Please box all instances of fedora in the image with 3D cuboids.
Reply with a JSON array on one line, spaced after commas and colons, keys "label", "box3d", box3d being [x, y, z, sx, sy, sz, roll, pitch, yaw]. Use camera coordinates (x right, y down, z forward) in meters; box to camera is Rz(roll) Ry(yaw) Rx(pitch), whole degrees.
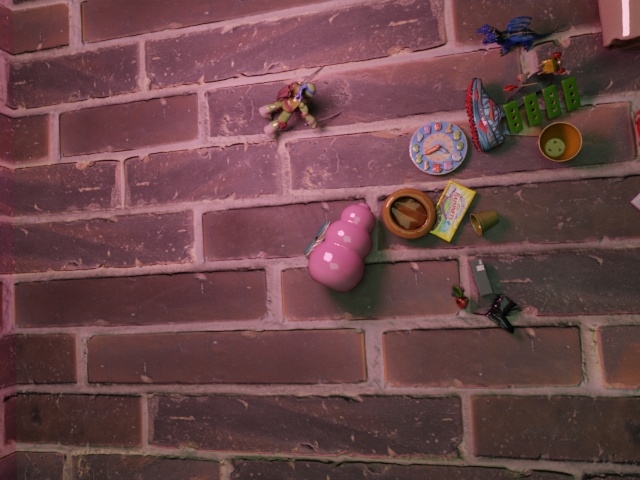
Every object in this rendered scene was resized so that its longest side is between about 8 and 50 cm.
[{"label": "fedora", "box3d": [0.323, -0.097, 1.866, 0.195, 0.079, 0.194, 0, 89, 9]}]

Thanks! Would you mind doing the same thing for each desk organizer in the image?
[{"label": "desk organizer", "box3d": [0.567, 0.129, 1.810, 0.047, 0.050, 0.130, -17, 83, 12]}]

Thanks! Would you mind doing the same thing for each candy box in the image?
[{"label": "candy box", "box3d": [0.470, -0.106, 1.858, 0.105, 0.027, 0.205, 27, 94, 11]}]

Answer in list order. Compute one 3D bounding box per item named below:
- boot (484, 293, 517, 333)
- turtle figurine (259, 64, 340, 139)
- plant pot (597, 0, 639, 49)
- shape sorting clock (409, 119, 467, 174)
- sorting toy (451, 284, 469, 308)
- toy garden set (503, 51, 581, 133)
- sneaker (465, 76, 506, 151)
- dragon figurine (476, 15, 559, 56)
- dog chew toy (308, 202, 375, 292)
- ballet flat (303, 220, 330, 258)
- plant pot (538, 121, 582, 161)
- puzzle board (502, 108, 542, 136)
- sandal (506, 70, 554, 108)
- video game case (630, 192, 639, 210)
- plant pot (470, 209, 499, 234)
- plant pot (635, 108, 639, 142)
[{"label": "boot", "box3d": [0.648, 0.254, 1.789, 0.121, 0.045, 0.099, 37, 93, 14]}, {"label": "turtle figurine", "box3d": [-0.085, -0.508, 1.976, 0.266, 0.274, 0.197, -24, 104, 31]}, {"label": "plant pot", "box3d": [1.029, -0.788, 1.634, 0.334, 0.334, 0.305, -1, 98, 13]}, {"label": "shape sorting clock", "box3d": [0.430, -0.341, 1.873, 0.207, 0.040, 0.206, -1, 87, 13]}, {"label": "sorting toy", "box3d": [0.501, 0.193, 1.819, 0.042, 0.061, 0.101, -28, 119, -17]}, {"label": "toy garden set", "box3d": [0.745, -0.511, 1.761, 0.245, 0.049, 0.203, -21, 113, 9]}, {"label": "sneaker", "box3d": [0.593, -0.453, 1.823, 0.125, 0.104, 0.261, -10, 93, 3]}, {"label": "dragon figurine", "box3d": [0.691, -0.718, 1.777, 0.290, 0.144, 0.085, -6, 86, 13]}, {"label": "dog chew toy", "box3d": [0.093, 0.018, 1.860, 0.207, 0.206, 0.331, 24, 85, 14]}, {"label": "ballet flat", "box3d": [0.000, 0.000, 1.960, 0.052, 0.057, 0.168, 34, 100, -15]}, {"label": "plant pot", "box3d": [0.811, -0.328, 1.753, 0.134, 0.095, 0.134, -1, 88, 14]}, {"label": "puzzle board", "box3d": [0.719, -0.421, 1.824, 0.128, 0.011, 0.096, 5, 89, 14]}, {"label": "sandal", "box3d": [0.739, -0.532, 1.813, 0.179, 0.040, 0.067, -40, 76, 16]}, {"label": "video game case", "box3d": [1.193, -0.125, 1.686, 0.227, 0.026, 0.206, 45, 98, 12]}, {"label": "plant pot", "box3d": [0.585, -0.071, 1.808, 0.079, 0.083, 0.083, -22, 82, -1]}, {"label": "plant pot", "box3d": [1.124, -0.374, 1.634, 0.174, 0.191, 0.191, -15, 84, 16]}]
